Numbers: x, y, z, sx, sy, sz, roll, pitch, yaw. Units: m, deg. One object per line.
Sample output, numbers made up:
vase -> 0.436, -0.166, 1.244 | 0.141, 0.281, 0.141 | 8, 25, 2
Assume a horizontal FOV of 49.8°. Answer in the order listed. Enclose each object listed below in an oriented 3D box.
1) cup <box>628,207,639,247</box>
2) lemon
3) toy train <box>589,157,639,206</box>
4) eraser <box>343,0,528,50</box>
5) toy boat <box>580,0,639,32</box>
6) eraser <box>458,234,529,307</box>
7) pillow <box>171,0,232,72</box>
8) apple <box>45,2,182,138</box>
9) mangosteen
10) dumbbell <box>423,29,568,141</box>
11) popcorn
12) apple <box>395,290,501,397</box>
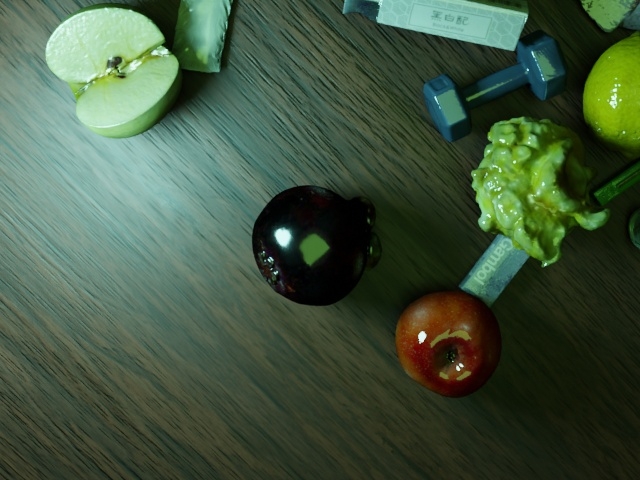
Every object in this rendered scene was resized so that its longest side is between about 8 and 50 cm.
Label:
cup -> 0.846, -0.031, 1.690 | 0.141, 0.120, 0.119 | -2, 99, -13
lemon -> 0.728, -0.329, 1.575 | 0.268, 0.267, 0.267 | 0, 98, 1
toy train -> 0.766, -0.162, 1.699 | 0.209, 0.042, 0.044 | -36, 97, 6
eraser -> 0.260, -0.530, 1.574 | 0.404, 0.098, 0.096 | 13, 130, 4
toy boat -> 0.713, -0.623, 1.597 | 0.294, 0.111, 0.275 | 12, 121, 12
eraser -> 0.448, 0.061, 1.737 | 0.092, 0.046, 0.212 | 35, 98, -4
pillow -> -0.284, -0.522, 1.668 | 0.128, 0.051, 0.229 | 13, 97, -3
apple -> -0.463, -0.390, 1.600 | 0.258, 0.233, 0.295 | -29, 98, -4
mangosteen -> -0.004, 0.001, 1.622 | 0.314, 0.297, 0.296 | -32, 96, -1
dumbbell -> 0.411, -0.363, 1.628 | 0.325, 0.144, 0.159 | -24, 93, 6
popcorn -> 0.485, -0.119, 1.591 | 0.275, 0.279, 0.335 | -10, 93, 0
apple -> 0.312, 0.255, 1.687 | 0.261, 0.216, 0.260 | 1, 101, 3
